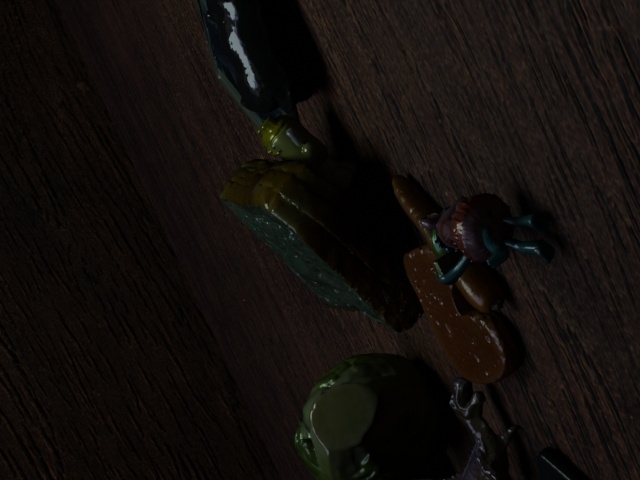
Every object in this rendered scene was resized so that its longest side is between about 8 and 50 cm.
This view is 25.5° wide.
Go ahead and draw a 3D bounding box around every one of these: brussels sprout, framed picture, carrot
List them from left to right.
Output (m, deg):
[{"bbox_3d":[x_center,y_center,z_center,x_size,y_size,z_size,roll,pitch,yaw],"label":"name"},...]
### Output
[{"bbox_3d":[-0.117,-0.271,2.225,0.335,0.022,0.247,52,161,44],"label":"framed picture"},{"bbox_3d":[0.074,0.276,2.065,0.244,0.244,0.244,58,165,25],"label":"brussels sprout"},{"bbox_3d":[0.148,0.000,1.687,0.248,0.043,0.043,56,164,40],"label":"carrot"}]

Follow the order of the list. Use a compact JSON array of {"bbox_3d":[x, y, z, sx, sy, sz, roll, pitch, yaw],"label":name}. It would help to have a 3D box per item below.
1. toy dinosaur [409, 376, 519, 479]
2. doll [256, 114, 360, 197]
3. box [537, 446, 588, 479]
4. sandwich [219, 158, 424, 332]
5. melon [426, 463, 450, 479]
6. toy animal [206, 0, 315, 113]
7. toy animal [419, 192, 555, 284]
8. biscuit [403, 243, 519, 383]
[{"bbox_3d":[0.208,0.307,1.866,0.200,0.072,0.251,44,150,30],"label":"toy dinosaur"},{"bbox_3d":[-0.014,-0.112,1.943,0.162,0.062,0.106,37,172,-5],"label":"doll"},{"bbox_3d":[0.310,0.322,1.688,0.125,0.027,0.126,41,152,53],"label":"box"},{"bbox_3d":[0.000,0.000,1.942,0.271,0.099,0.301,40,172,-16],"label":"sandwich"},{"bbox_3d":[0.164,0.404,2.222,0.099,0.099,0.162,48,152,50],"label":"melon"},{"bbox_3d":[-0.103,-0.331,1.898,0.168,0.106,0.343,33,143,66],"label":"toy animal"},{"bbox_3d":[0.166,0.003,1.494,0.100,0.103,0.208,23,176,-20],"label":"toy animal"},{"bbox_3d":[0.176,0.086,1.736,0.192,0.036,0.186,64,164,3],"label":"biscuit"}]
